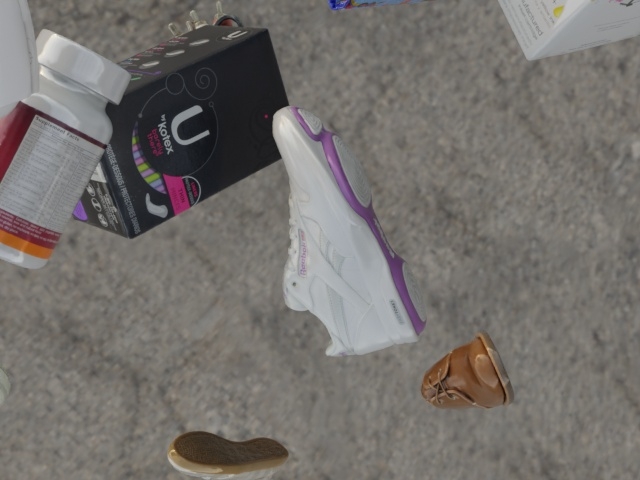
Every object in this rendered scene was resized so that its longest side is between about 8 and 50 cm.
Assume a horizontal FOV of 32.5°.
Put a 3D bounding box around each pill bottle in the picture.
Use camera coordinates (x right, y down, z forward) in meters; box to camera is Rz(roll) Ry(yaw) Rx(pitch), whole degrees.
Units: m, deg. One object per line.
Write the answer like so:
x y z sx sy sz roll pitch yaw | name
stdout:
-0.286 -0.092 1.110 0.121 0.121 0.221 27 89 11 | pill bottle

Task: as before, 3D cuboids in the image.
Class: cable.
-0.154 -0.262 1.843 0.139 0.072 0.287 -21 91 20 | cable

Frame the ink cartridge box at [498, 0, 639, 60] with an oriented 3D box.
0.292 -0.319 1.087 0.171 0.168 0.233 67 151 12 | ink cartridge box

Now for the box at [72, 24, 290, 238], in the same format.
-0.181 -0.139 1.331 0.143 0.270 0.165 15 129 48 | box

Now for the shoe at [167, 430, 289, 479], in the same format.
-0.126 0.302 1.478 0.076 0.219 0.058 42 106 36 | shoe

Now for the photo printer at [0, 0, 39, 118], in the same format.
-0.382 -0.174 0.835 0.307 0.107 0.256 -20 103 6 | photo printer

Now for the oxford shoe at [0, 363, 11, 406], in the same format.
-0.506 0.173 1.234 0.449 0.130 0.169 -11 120 39 | oxford shoe

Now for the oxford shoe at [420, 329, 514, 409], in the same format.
0.144 0.144 1.112 0.212 0.076 0.076 102 148 -74 | oxford shoe

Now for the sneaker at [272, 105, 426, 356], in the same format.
0.000 0.000 1.240 0.152 0.114 0.305 -22 101 19 | sneaker

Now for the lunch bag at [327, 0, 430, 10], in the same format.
0.090 -0.426 1.242 0.138 0.221 0.293 -12 94 43 | lunch bag
